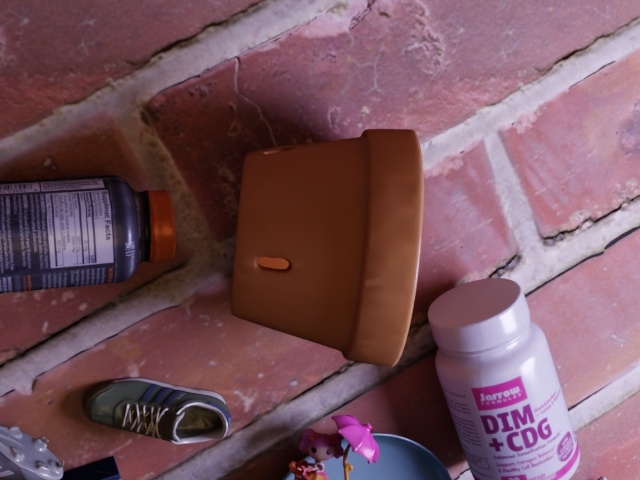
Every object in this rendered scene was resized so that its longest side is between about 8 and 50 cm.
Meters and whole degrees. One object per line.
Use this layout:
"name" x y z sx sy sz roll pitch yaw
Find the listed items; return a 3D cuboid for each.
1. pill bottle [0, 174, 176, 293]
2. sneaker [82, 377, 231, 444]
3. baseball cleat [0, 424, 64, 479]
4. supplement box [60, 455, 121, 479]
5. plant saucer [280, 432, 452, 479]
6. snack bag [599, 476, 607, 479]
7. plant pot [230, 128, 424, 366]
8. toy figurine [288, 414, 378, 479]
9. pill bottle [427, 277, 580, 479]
"pill bottle" -0.296 -0.009 1.140 0.245 0.130 0.130 -4 104 -19
"sneaker" -0.204 0.223 1.252 0.192 0.086 0.064 8 100 -21
"baseball cleat" -0.427 0.270 1.205 0.206 0.072 0.109 32 105 -19
"supplement box" -0.295 0.340 1.265 0.083 0.056 0.083 -15 108 -15
"plant saucer" 0.051 0.422 1.417 0.317 0.043 0.318 -4 104 -18
"snack bag" 0.420 0.601 1.595 0.342 0.037 0.323 -42 112 -6
"plant pot" 0.000 0.000 1.185 0.203 0.291 0.291 5 102 -3
"toy figurine" 0.012 0.312 1.312 0.173 0.130 0.159 8 87 3
"pill bottle" 0.255 0.207 1.372 0.160 0.160 0.283 -25 110 -12
